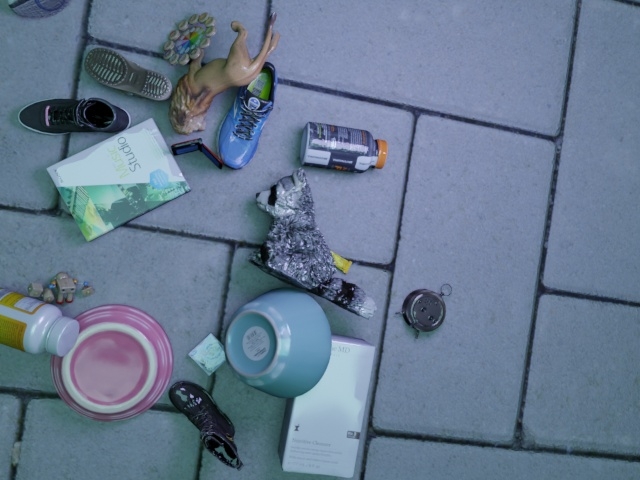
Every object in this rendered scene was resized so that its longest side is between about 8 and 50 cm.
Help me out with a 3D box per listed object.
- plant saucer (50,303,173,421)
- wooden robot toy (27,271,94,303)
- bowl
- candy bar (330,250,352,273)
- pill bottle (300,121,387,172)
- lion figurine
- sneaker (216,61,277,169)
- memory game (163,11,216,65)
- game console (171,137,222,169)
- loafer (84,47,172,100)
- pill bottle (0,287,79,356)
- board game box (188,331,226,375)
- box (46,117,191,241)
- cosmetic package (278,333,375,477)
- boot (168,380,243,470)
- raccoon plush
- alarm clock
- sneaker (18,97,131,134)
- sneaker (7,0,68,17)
[{"bbox_3d":[-0.582,0.347,1.711,0.332,0.084,0.332,0,90,-11],"label":"plant saucer"},{"bbox_3d":[-0.721,0.125,1.695,0.173,0.079,0.076,-2,132,-39],"label":"wooden robot toy"},{"bbox_3d":[-0.143,0.279,1.672,0.312,0.163,0.311,-5,81,31],"label":"bowl"},{"bbox_3d":[0.022,0.044,1.855,0.161,0.018,0.040,31,82,-9],"label":"candy bar"},{"bbox_3d":[0.071,-0.269,1.805,0.246,0.130,0.130,7,89,-10],"label":"pill bottle"},{"bbox_3d":[-0.268,-0.446,1.660,0.142,0.392,0.240,32,52,-32],"label":"lion figurine"},{"bbox_3d":[-0.209,-0.363,1.743,0.130,0.147,0.330,18,88,-10],"label":"sneaker"},{"bbox_3d":[-0.367,-0.565,1.714,0.186,0.186,0.012,-55,141,-6],"label":"memory game"},{"bbox_3d":[-0.346,-0.232,1.719,0.124,0.144,0.085,-16,92,-10],"label":"game console"},{"bbox_3d":[-0.533,-0.450,1.713,0.269,0.092,0.102,26,86,6],"label":"loafer"},{"bbox_3d":[-0.774,0.220,1.615,0.246,0.136,0.136,17,87,6],"label":"pill bottle"},{"bbox_3d":[-0.323,0.331,1.791,0.090,0.020,0.090,-43,98,-7],"label":"board game box"},{"bbox_3d":[-0.562,-0.170,1.723,0.322,0.058,0.232,-29,95,-8],"label":"box"},{"bbox_3d":[0.014,0.467,1.788,0.217,0.156,0.385,9,90,-9],"label":"cosmetic package"},{"bbox_3d":[-0.313,0.504,1.688,0.263,0.229,0.091,43,83,-8],"label":"boot"},{"bbox_3d":[0.000,0.000,1.775,0.446,0.216,0.299,30,78,-17],"label":"raccoon plush"},{"bbox_3d":[0.336,0.203,1.897,0.192,0.064,0.129,-42,97,-11],"label":"alarm clock"},{"bbox_3d":[-0.674,-0.343,1.656,0.296,0.147,0.104,0,92,-9],"label":"sneaker"},{"bbox_3d":[-0.729,-0.725,1.678,0.297,0.111,0.129,-40,82,-12],"label":"sneaker"}]
